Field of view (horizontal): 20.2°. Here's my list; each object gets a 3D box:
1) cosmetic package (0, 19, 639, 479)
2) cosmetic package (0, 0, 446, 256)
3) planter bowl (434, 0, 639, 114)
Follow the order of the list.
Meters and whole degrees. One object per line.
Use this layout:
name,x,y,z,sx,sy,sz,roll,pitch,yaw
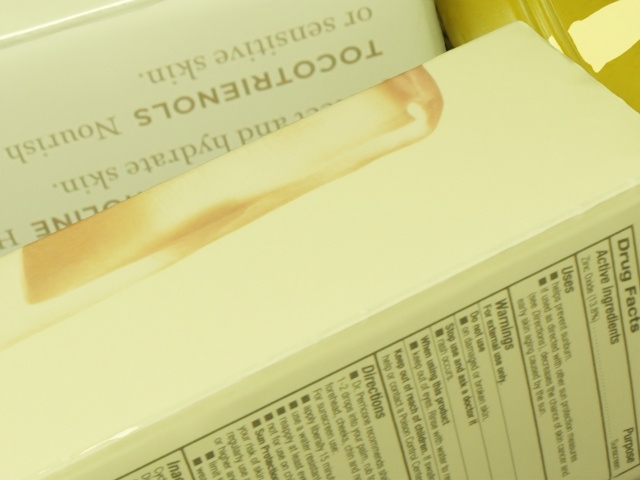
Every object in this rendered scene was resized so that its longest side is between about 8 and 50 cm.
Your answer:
cosmetic package,-0.011,0.056,0.675,0.129,0.296,0.153,51,161,49
cosmetic package,-0.097,-0.042,0.955,0.329,0.327,0.393,-105,-2,-49
planter bowl,0.122,-0.105,0.705,0.217,0.090,0.217,59,167,23
